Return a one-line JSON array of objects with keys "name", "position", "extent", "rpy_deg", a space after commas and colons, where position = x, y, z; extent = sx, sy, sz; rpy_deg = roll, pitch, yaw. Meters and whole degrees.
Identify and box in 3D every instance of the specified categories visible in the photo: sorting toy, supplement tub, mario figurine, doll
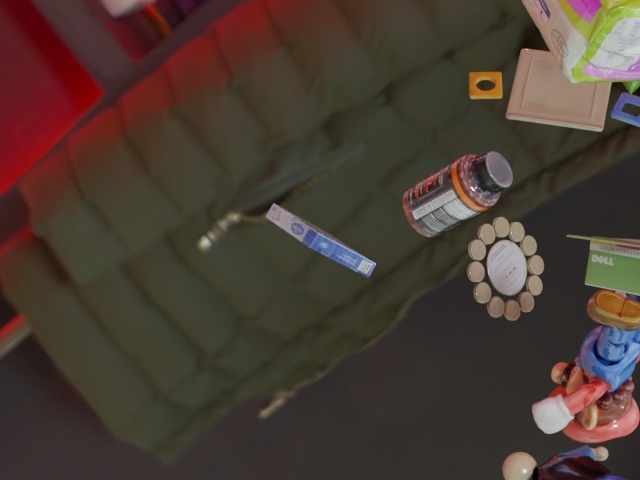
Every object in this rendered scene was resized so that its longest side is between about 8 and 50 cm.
[{"name": "sorting toy", "position": [0.455, -0.280, 2.315], "extent": [0.047, 0.348, 0.196], "rpy_deg": [83, 21, -53]}, {"name": "supplement tub", "position": [0.247, -0.087, 2.172], "extent": [0.106, 0.198, 0.106], "rpy_deg": [24, 52, -34]}, {"name": "mario figurine", "position": [0.408, 0.177, 1.848], "extent": [0.198, 0.320, 0.170], "rpy_deg": [-5, 42, -13]}, {"name": "doll", "position": [0.268, 0.260, 1.228], "extent": [0.129, 0.189, 0.046], "rpy_deg": [-42, 139, -36]}]

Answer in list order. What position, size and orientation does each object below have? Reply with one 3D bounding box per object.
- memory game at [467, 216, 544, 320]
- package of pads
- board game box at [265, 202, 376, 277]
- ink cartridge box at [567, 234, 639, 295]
[{"name": "memory game", "position": [0.327, 0.050, 2.152], "extent": [0.186, 0.012, 0.186], "rpy_deg": [6, 80, -35]}, {"name": "package of pads", "position": [0.315, -0.254, 1.114], "extent": [0.297, 0.101, 0.229], "rpy_deg": [-6, 57, -26]}, {"name": "board game box", "position": [0.000, 0.000, 1.271], "extent": [0.090, 0.020, 0.090], "rpy_deg": [28, 4, -39]}, {"name": "ink cartridge box", "position": [0.388, 0.034, 1.441], "extent": [0.109, 0.062, 0.209], "rpy_deg": [12, 6, 43]}]
